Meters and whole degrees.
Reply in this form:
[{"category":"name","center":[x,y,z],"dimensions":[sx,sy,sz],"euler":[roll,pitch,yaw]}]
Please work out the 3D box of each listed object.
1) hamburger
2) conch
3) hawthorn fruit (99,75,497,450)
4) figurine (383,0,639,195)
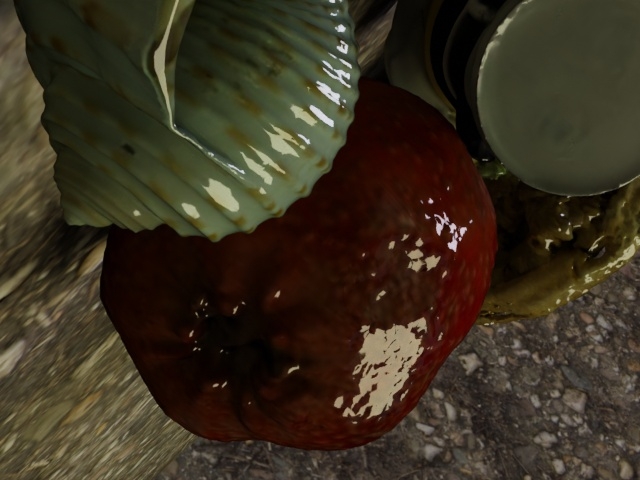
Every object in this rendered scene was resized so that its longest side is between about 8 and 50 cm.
[{"category":"hamburger","center":[0.161,-0.063,1.098],"dimensions":[0.318,0.195,0.277],"euler":[-32,-173,34]},{"category":"conch","center":[-0.037,-0.076,0.388],"dimensions":[0.135,0.102,0.153],"euler":[54,47,-75]},{"category":"hawthorn fruit","center":[0.000,0.000,0.739],"dimensions":[0.205,0.205,0.253],"euler":[-49,179,33]},{"category":"figurine","center":[0.128,-0.125,0.794],"dimensions":[0.176,0.133,0.236],"euler":[-51,-164,8]}]
